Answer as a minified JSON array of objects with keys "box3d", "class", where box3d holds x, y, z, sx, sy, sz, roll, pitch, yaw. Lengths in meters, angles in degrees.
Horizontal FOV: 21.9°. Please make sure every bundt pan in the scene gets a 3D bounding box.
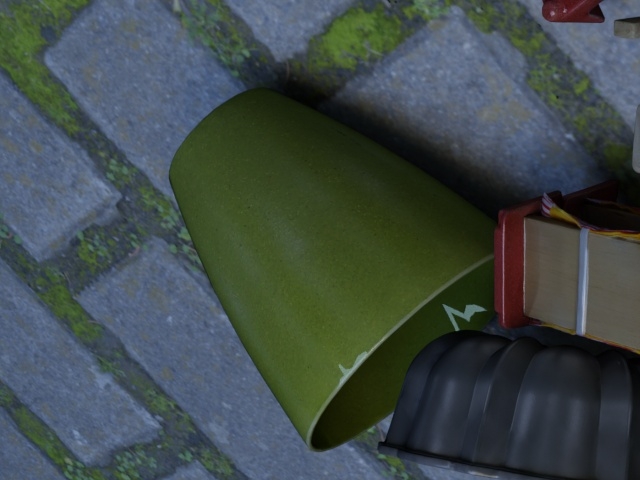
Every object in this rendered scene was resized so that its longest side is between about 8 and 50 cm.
[{"box3d":[0.220,0.155,1.480,0.331,0.124,0.331,9,177,1],"class":"bundt pan"}]

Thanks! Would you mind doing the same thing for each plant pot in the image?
[{"box3d":[0.000,0.000,1.571,0.293,0.275,0.274,48,144,17],"class":"plant pot"}]

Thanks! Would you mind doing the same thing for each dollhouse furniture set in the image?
[{"box3d":[0.265,-0.091,1.342,0.201,0.152,0.374,18,115,48],"class":"dollhouse furniture set"}]
